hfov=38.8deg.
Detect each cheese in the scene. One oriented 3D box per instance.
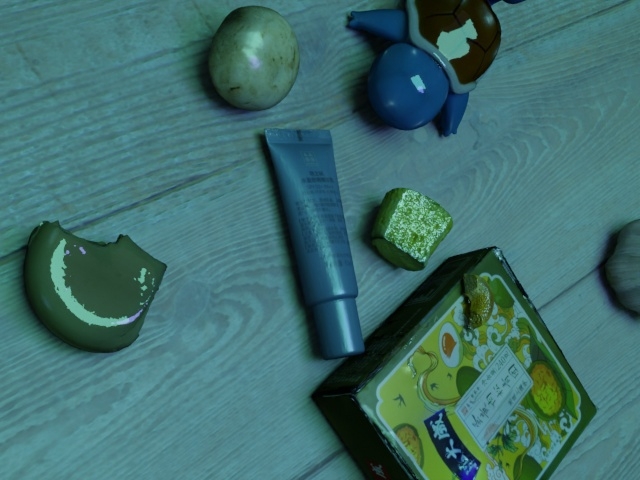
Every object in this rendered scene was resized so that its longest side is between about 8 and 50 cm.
[{"bbox_3d":[-0.316,0.056,1.248,0.202,0.091,0.175,39,60,-21],"label":"cheese"}]

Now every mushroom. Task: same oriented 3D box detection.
[{"bbox_3d":[-0.107,-0.287,1.442,0.166,0.127,0.166,-13,109,-43],"label":"mushroom"}]

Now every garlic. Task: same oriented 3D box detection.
[{"bbox_3d":[0.702,0.058,1.884,0.227,0.152,0.228,8,72,-27],"label":"garlic"}]

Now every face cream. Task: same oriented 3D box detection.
[{"bbox_3d":[0.000,0.000,1.476,0.135,0.086,0.386,-4,77,-37],"label":"face cream"}]

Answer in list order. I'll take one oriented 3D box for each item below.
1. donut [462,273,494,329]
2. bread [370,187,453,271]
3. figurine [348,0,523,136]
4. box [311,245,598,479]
[{"bbox_3d":[0.257,0.099,1.486,0.067,0.038,0.083,39,58,-22],"label":"donut"},{"bbox_3d":[0.150,-0.019,1.560,0.129,0.111,0.114,31,68,-4],"label":"bread"},{"bbox_3d":[0.235,-0.358,1.650,0.416,0.243,0.298,-44,115,-11],"label":"figurine"},{"bbox_3d":[0.242,0.275,1.540,0.420,0.138,0.373,-40,103,-33],"label":"box"}]
